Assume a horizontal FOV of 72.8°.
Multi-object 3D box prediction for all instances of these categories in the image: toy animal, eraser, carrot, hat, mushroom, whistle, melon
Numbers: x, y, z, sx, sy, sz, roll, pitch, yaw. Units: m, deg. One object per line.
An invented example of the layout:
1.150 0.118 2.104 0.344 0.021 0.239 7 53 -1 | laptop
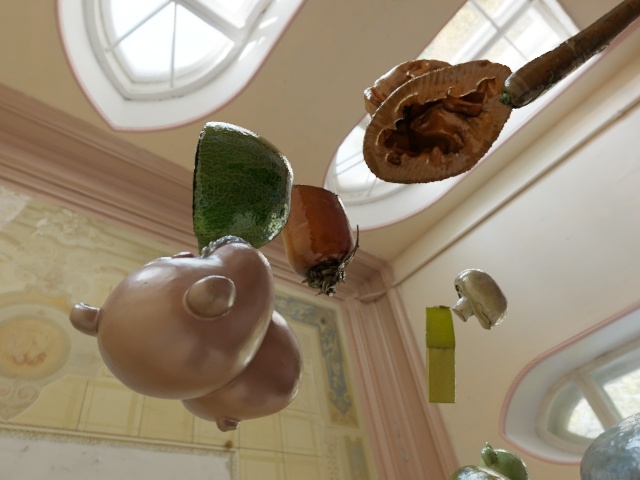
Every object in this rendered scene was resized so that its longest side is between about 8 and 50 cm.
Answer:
-0.135 0.119 0.521 0.229 0.210 0.221 -39 -65 -70 | toy animal
0.188 0.179 0.687 0.097 0.045 0.122 -72 -24 -55 | eraser
0.000 0.000 1.192 0.193 0.215 0.330 87 173 -69 | carrot
0.166 -0.254 0.761 0.234 0.244 0.233 15 -143 -29 | hat
0.382 0.146 1.063 0.154 0.123 0.154 54 -174 -8 | mushroom
0.334 0.453 0.726 0.105 0.085 0.227 33 -151 -42 | whistle
-0.132 -0.101 0.772 0.170 0.129 0.264 2 -101 -6 | melon
0.330 -0.246 0.524 0.049 0.254 0.049 49 -165 -18 | carrot

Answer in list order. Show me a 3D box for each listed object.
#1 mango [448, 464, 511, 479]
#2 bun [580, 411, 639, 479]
0.196 0.285 0.353 0.099 0.136 0.227 -29 -131 -23 | mango
0.486 0.337 0.476 0.362 0.211 0.362 45 167 13 | bun
